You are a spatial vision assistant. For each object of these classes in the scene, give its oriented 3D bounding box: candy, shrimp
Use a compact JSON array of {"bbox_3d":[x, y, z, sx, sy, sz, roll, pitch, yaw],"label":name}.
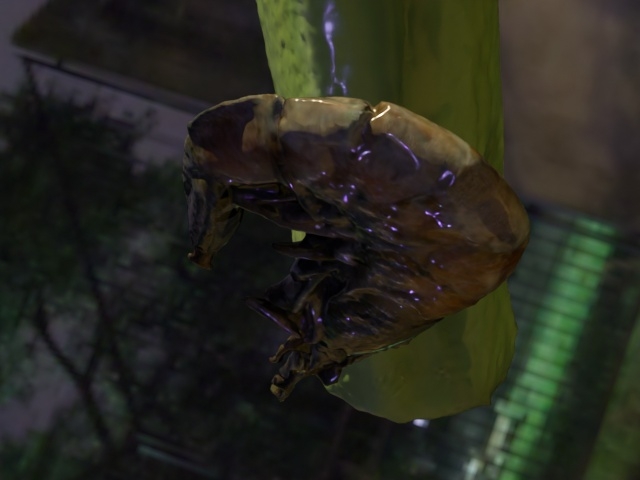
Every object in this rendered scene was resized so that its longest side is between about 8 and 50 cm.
[{"bbox_3d":[0.038,-0.072,0.932,0.142,0.132,0.343,-130,29,-62],"label":"candy"},{"bbox_3d":[0.000,0.000,0.486,0.034,0.091,0.161,-60,2,-27],"label":"shrimp"}]
